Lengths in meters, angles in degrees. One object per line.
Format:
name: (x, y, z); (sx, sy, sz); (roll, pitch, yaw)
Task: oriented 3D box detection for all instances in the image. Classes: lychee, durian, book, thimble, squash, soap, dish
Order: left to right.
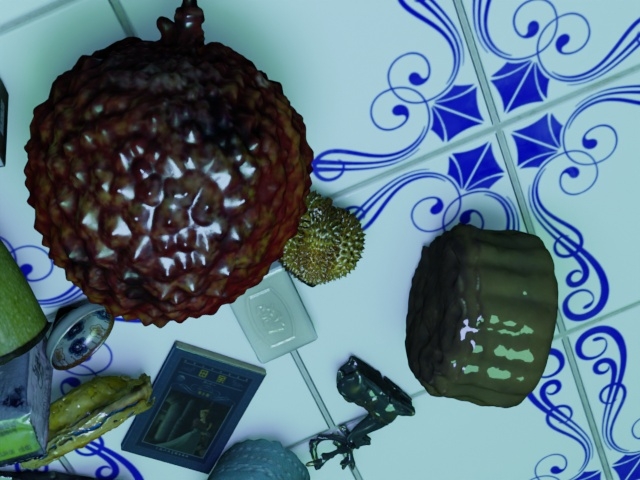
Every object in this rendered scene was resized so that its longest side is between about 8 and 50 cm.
squash: (-0.617, 0.039, 1.657); (0.310, 0.310, 0.308); (-12, 104, -4)
dish: (-0.442, 0.152, 1.847); (0.141, 0.078, 0.141); (-42, 158, -21)
lychee: (-0.217, -0.119, 1.540); (0.425, 0.424, 0.500); (11, 102, -17)
book: (-0.246, 0.327, 2.015); (0.191, 0.025, 0.269); (21, 114, -21)
thimble: (-0.130, 0.503, 2.045); (0.198, 0.143, 0.235); (31, 128, -2)
soap: (-0.093, 0.124, 1.903); (0.121, 0.064, 0.183); (-23, 121, 2)
durian: (0.000, 0.000, 1.810); (0.158, 0.137, 0.168); (17, 105, 2)

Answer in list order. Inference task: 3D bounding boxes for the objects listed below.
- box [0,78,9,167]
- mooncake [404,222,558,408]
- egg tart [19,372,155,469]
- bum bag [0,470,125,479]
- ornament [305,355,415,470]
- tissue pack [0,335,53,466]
box: (-0.634, -0.147, 1.564); (0.325, 0.180, 0.047); (-12, 135, -3)
mooncake: (0.271, 0.130, 1.833); (0.187, 0.324, 0.324); (9, 118, -13)
egg tart: (-0.428, 0.309, 1.862); (0.291, 0.291, 0.107); (-30, 88, 7)
bum bag: (-0.511, 0.499, 2.026); (0.340, 0.095, 0.144); (6, 126, -8)
ornament: (0.044, 0.357, 2.059); (0.236, 0.080, 0.202); (-43, 122, 15)
tissue pack: (-0.657, 0.277, 1.752); (0.394, 0.288, 0.124); (-15, 125, -3)
